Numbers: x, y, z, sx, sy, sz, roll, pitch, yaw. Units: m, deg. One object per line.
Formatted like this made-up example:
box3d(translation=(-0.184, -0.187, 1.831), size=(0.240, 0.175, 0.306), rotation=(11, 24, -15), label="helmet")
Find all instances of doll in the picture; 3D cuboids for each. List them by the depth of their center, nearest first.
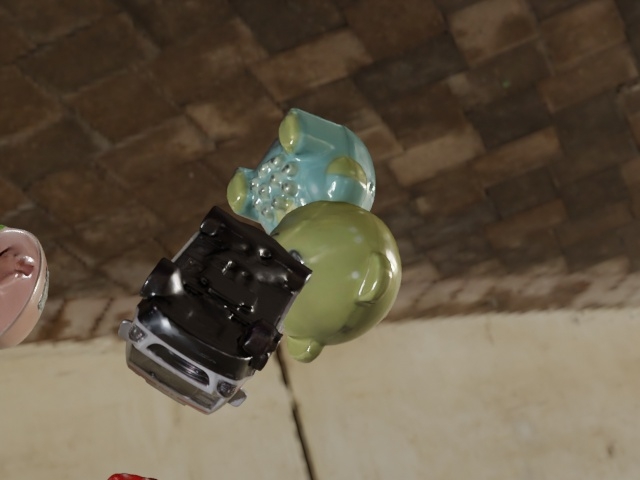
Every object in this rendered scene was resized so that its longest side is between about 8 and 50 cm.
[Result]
box3d(translation=(0.000, 0.000, 1.531), size=(0.161, 0.261, 0.177), rotation=(22, 129, -33), label="doll")

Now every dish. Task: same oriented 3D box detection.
box3d(translation=(-0.460, 0.081, 1.818), size=(0.213, 0.213, 0.090), rotation=(-19, 143, 4), label="dish")

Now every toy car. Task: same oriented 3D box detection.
box3d(translation=(-0.075, 0.057, 0.860), size=(0.108, 0.089, 0.210), rotation=(-56, -178, 17), label="toy car")

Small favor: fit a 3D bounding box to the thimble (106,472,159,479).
box3d(translation=(-0.232, 0.392, 1.639), size=(0.163, 0.189, 0.125), rotation=(-9, 128, -1), label="thimble")
